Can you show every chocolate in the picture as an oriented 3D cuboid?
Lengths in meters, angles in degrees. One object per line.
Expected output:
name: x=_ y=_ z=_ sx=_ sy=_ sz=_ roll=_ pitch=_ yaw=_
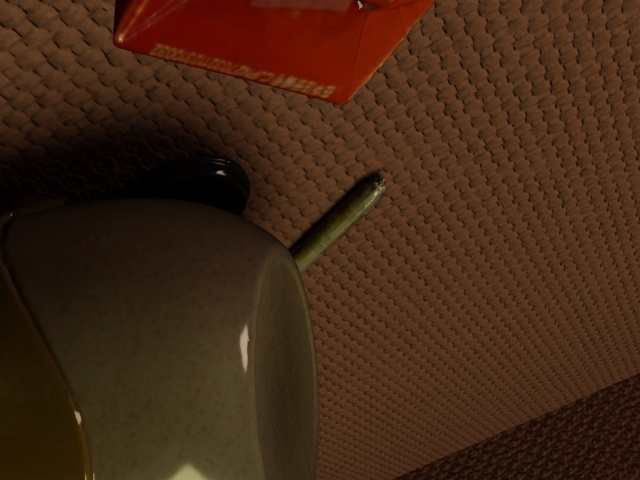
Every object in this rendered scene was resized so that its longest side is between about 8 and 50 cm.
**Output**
chocolate: x=-0.017 y=-0.234 z=0.688 sx=0.237 sy=0.108 sz=0.235 roll=6 pitch=141 yaw=-38

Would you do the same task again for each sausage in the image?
sausage: x=0.000 y=0.000 z=1.147 sx=0.032 sy=0.033 sz=0.269 roll=10 pitch=139 yaw=-40

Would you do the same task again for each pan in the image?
pan: x=-0.123 y=-0.025 z=1.041 sx=0.136 sy=0.028 sz=0.235 roll=-27 pitch=149 yaw=14

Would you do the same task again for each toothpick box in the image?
toothpick box: x=-0.235 y=0.152 z=0.896 sx=0.425 sy=0.409 sz=0.409 roll=-5 pitch=151 yaw=11
